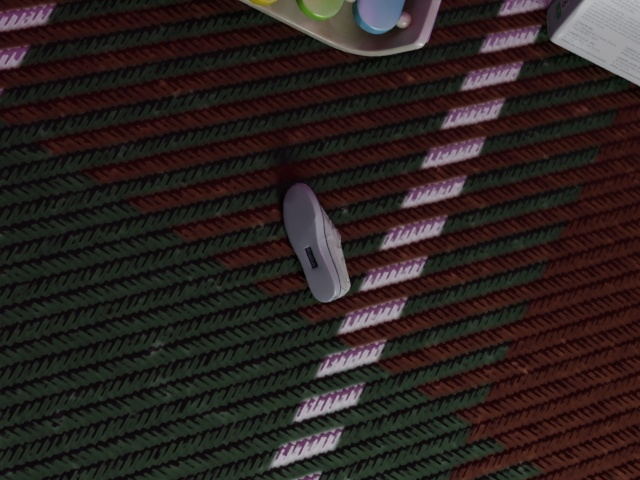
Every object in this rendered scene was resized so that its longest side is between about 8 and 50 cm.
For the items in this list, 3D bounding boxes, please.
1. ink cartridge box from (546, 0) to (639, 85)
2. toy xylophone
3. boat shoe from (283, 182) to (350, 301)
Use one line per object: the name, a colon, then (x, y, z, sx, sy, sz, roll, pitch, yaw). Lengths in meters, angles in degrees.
ink cartridge box: (0.335, -0.226, 1.403, 0.181, 0.225, 0.056, 24, 39, -20)
toy xylophone: (-0.038, -0.288, 1.311, 0.323, 0.081, 0.236, 16, 75, -22)
boat shoe: (0.000, 0.000, 1.311, 0.035, 0.035, 0.100, -15, 84, -54)
